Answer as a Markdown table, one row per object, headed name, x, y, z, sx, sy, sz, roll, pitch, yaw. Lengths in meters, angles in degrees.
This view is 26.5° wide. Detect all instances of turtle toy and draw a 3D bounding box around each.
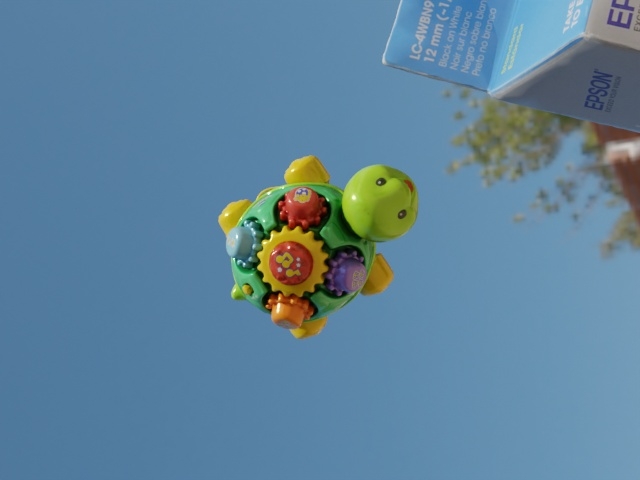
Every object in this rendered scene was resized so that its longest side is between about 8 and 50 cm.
| name | x | y | z | sx | sy | sz | roll | pitch | yaw |
| --- | --- | --- | --- | --- | --- | --- | --- | --- | --- |
| turtle toy | 0.000 | 0.000 | 0.788 | 0.095 | 0.130 | 0.066 | 56 | -167 | -3 |

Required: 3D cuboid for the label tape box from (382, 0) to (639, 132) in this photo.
| name | x | y | z | sx | sy | sz | roll | pitch | yaw |
| --- | --- | --- | --- | --- | --- | --- | --- | --- | --- |
| label tape box | 0.233 | -0.189 | 0.792 | 0.115 | 0.347 | 0.249 | 83 | -157 | -73 |
